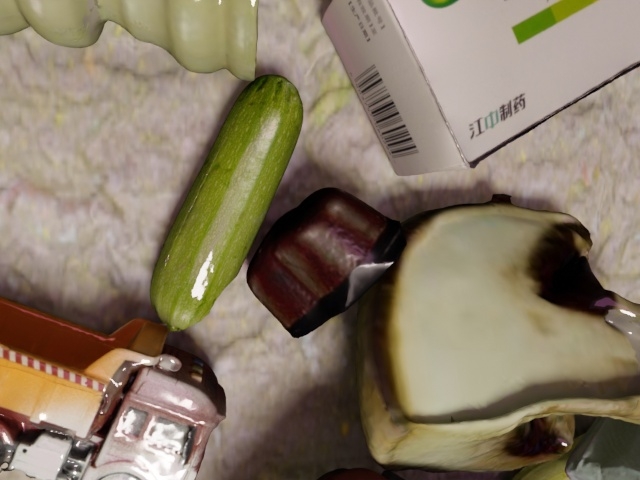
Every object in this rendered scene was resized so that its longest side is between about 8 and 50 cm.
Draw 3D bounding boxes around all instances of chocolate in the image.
[{"bbox_3d":[0.000,0.000,0.461,0.080,0.149,0.125,38,44,-12],"label":"chocolate"}]

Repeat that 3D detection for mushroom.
[{"bbox_3d":[0.165,0.090,0.512,0.292,0.211,0.217,-5,52,-5],"label":"mushroom"}]

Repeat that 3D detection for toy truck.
[{"bbox_3d":[-0.213,0.111,0.423,0.271,0.114,0.135,24,92,-12],"label":"toy truck"}]

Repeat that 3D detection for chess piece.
[{"bbox_3d":[-0.172,-0.204,0.408,0.252,0.144,0.144,3,93,-7],"label":"chess piece"}]

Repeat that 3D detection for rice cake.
[{"bbox_3d":[0.333,0.164,0.543,0.222,0.080,0.042,-39,96,-29],"label":"rice cake"}]

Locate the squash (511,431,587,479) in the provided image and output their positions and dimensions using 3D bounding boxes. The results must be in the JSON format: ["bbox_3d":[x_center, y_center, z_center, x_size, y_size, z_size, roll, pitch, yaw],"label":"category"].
[{"bbox_3d":[0.270,0.260,0.562,0.225,0.094,0.094,-19,98,-6],"label":"squash"}]

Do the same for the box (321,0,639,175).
[{"bbox_3d":[0.189,-0.209,0.481,0.333,0.145,0.173,-30,101,-9],"label":"box"}]

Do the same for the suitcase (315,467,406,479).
[{"bbox_3d":[0.076,0.333,0.383,0.297,0.161,0.236,32,50,2],"label":"suitcase"}]

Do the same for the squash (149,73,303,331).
[{"bbox_3d":[-0.079,-0.033,0.466,0.069,0.069,0.238,26,87,-14],"label":"squash"}]
